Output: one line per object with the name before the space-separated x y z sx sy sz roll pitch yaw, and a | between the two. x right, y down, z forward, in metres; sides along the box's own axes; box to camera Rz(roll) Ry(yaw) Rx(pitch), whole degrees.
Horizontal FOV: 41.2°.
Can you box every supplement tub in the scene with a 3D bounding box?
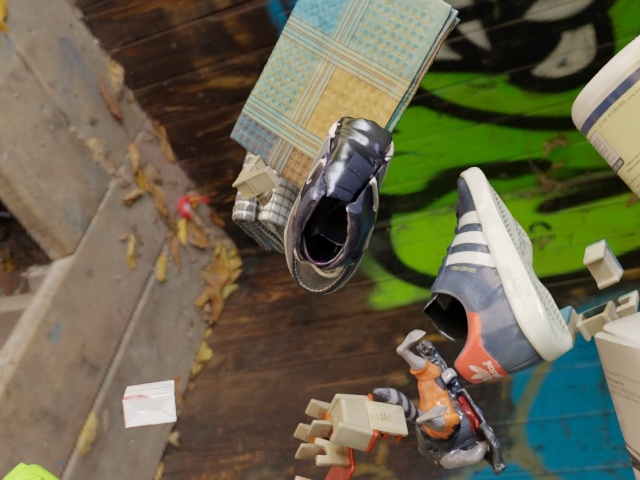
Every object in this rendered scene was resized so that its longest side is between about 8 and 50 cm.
supplement tub | 0.549 -0.140 1.220 0.325 0.235 0.235 53 19 14

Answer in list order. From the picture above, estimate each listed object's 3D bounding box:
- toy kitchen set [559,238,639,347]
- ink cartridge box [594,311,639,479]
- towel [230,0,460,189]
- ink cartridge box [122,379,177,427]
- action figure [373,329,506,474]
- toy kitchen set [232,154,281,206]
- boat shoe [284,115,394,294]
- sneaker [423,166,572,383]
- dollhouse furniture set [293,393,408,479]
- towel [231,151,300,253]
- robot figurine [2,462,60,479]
toy kitchen set | 0.532 0.108 1.748 0.166 0.207 0.122 56 32 -7
ink cartridge box | 0.547 0.260 1.044 0.166 0.285 0.395 -175 -114 -84
towel | 0.027 -0.261 1.375 0.271 0.370 0.040 38 19 26
ink cartridge box | -0.391 0.372 1.967 0.198 0.115 0.067 -175 -101 -80
action figure | 0.217 0.330 1.729 0.341 0.178 0.330 59 -4 47
toy kitchen set | -0.081 -0.096 1.368 0.068 0.075 0.083 54 38 -22
boat shoe | 0.000 0.000 1.159 0.341 0.127 0.158 104 8 -48
sneaker | 0.195 0.038 1.095 0.131 0.148 0.350 47 21 -28
dollhouse furniture set | 0.052 0.417 1.627 0.262 0.135 0.259 -97 -155 -52
towel | -0.071 -0.105 1.654 0.284 0.121 0.235 52 46 -69
robot figurine | -0.391 0.357 1.186 0.067 0.115 0.101 -43 144 -36
